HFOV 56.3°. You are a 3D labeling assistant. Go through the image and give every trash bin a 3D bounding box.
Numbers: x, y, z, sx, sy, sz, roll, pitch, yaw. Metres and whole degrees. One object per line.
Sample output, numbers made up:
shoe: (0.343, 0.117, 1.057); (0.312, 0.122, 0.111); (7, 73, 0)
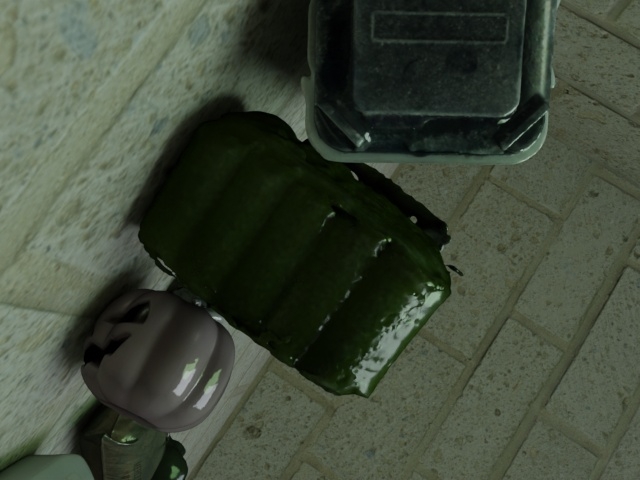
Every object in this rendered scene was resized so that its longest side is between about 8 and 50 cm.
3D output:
trash bin: (0.113, -0.242, 0.719); (0.367, 0.256, 0.295); (-76, 166, -82)

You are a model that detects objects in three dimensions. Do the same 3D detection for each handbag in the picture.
handbag: (-0.304, 0.312, 0.952); (0.182, 0.117, 0.270); (-72, 179, -50)

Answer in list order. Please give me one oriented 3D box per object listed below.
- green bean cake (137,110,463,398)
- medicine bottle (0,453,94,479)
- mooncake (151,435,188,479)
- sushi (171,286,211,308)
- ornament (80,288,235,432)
green bean cake: (0.000, 0.000, 0.719); (0.218, 0.335, 0.319); (-57, 176, 9)
medicine bottle: (-0.361, 0.355, 0.640); (0.296, 0.111, 0.161); (-29, 113, -79)
mooncake: (-0.316, 0.426, 1.144); (0.104, 0.175, 0.168); (-51, 130, -15)
sushi: (-0.207, 0.135, 0.893); (0.150, 0.091, 0.078); (-68, 165, -1)
ornament: (-0.188, 0.136, 0.720); (0.177, 0.178, 0.177); (-56, 173, -11)
